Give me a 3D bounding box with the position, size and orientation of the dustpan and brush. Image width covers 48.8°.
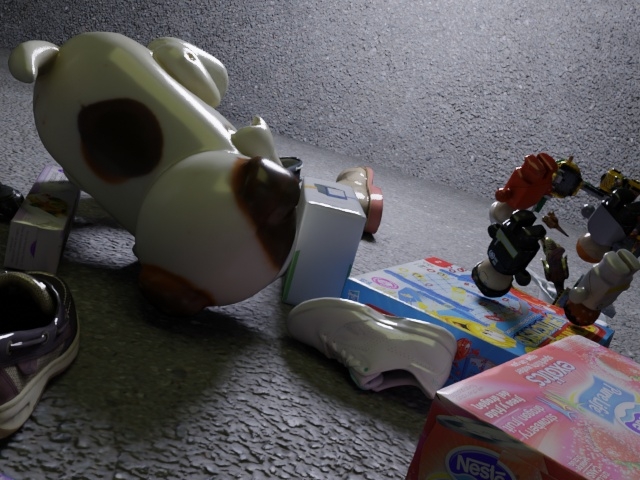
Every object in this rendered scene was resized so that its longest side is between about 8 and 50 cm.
[{"bbox_3d":[0.456,0.104,1.384,0.211,0.060,0.147,26,17,35],"label":"dustpan and brush"}]

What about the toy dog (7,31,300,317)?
[{"bbox_3d":[-0.178,-0.093,0.922,0.408,0.284,0.395,48,-2,29],"label":"toy dog"}]

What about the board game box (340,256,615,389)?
[{"bbox_3d":[0.221,0.128,0.978,0.301,0.086,0.308,23,15,27],"label":"board game box"}]

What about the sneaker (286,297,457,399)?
[{"bbox_3d":[0.047,0.131,0.827,0.212,0.080,0.094,8,51,23],"label":"sneaker"}]

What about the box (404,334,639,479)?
[{"bbox_3d":[0.198,0.190,0.578,0.142,0.154,0.300,26,16,34],"label":"box"}]

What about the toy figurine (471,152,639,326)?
[{"bbox_3d":[0.335,0.006,1.001,0.209,0.148,0.213,22,47,3],"label":"toy figurine"}]

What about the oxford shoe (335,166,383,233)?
[{"bbox_3d":[0.058,-0.115,1.679,0.130,0.123,0.348,8,14,-9],"label":"oxford shoe"}]

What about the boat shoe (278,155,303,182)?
[{"bbox_3d":[-0.138,-0.162,1.691,0.114,0.091,0.302,21,14,19],"label":"boat shoe"}]

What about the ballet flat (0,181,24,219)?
[{"bbox_3d":[-0.495,-0.066,1.056,0.057,0.049,0.173,-32,38,-33],"label":"ballet flat"}]

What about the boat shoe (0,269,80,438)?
[{"bbox_3d":[-0.272,0.073,0.629,0.102,0.092,0.285,13,14,-9],"label":"boat shoe"}]

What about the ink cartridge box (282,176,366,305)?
[{"bbox_3d":[0.000,0.000,1.087,0.093,0.154,0.212,14,15,-4],"label":"ink cartridge box"}]

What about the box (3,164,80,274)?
[{"bbox_3d":[-0.383,-0.039,0.997,0.063,0.067,0.324,12,13,-18],"label":"box"}]

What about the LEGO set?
[{"bbox_3d":[0.409,0.031,1.169,0.255,0.331,0.192,39,19,6],"label":"LEGO set"}]

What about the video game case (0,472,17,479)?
[{"bbox_3d":[-0.267,0.163,0.457,0.122,0.011,0.087,19,14,10],"label":"video game case"}]
